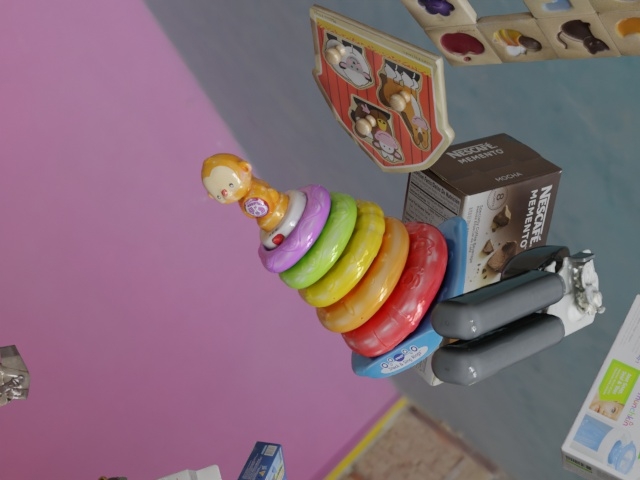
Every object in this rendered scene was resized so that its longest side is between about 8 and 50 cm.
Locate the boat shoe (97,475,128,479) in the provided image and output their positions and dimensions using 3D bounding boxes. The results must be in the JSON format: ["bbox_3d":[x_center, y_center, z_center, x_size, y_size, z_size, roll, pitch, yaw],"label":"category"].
[{"bbox_3d":[-0.266,0.364,1.379,0.341,0.123,0.123,6,150,2],"label":"boat shoe"}]

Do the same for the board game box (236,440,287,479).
[{"bbox_3d":[-0.085,0.352,1.250,0.035,0.201,0.136,5,123,18],"label":"board game box"}]

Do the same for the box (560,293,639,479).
[{"bbox_3d":[0.366,0.181,1.213,0.114,0.203,0.103,24,165,22],"label":"box"}]

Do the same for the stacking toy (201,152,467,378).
[{"bbox_3d":[0.000,0.000,1.136,0.301,0.166,0.175,34,134,-22],"label":"stacking toy"}]

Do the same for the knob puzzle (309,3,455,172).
[{"bbox_3d":[0.058,-0.140,1.147,0.213,0.030,0.213,35,151,23],"label":"knob puzzle"}]

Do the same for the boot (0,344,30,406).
[{"bbox_3d":[-0.483,0.201,1.563,0.042,0.118,0.087,139,122,-85],"label":"boot"}]

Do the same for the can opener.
[{"bbox_3d":[0.171,0.062,0.937,0.093,0.280,0.074,3,101,34],"label":"can opener"}]

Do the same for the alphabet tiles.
[{"bbox_3d":[0.121,-0.156,0.550,0.237,0.009,0.198,4,153,40],"label":"alphabet tiles"}]

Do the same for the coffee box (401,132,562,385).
[{"bbox_3d":[0.198,0.025,1.437,0.119,0.168,0.297,40,134,44],"label":"coffee box"}]

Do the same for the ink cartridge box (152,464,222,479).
[{"bbox_3d":[-0.245,0.437,1.747,0.061,0.181,0.104,61,-170,-73],"label":"ink cartridge box"}]
